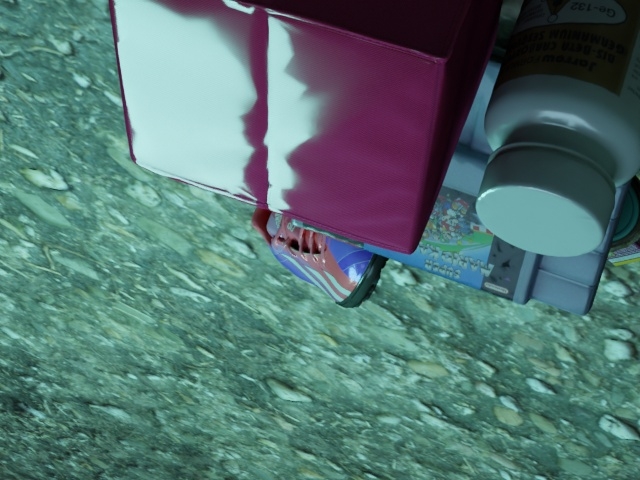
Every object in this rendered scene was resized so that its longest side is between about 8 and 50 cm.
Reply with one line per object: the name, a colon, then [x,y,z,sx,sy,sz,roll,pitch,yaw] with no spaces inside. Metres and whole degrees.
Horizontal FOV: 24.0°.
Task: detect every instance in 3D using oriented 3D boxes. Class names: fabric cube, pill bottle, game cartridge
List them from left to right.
fabric cube: [0.001,-0.187,1.157,0.259,0.254,0.258,18,152,9]
game cartridge: [0.106,-0.078,1.385,0.355,0.068,0.230,19,120,14]
pill bottle: [0.202,-0.110,1.197,0.131,0.229,0.131,17,155,8]

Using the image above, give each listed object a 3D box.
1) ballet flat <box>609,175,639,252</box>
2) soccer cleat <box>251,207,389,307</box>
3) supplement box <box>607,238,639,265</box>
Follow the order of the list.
ballet flat: [0.157,-0.060,1.492,0.348,0.123,0.123,12,153,18]
soccer cleat: [0.000,0.000,1.638,0.116,0.109,0.318,29,176,-11]
supplement box: [0.298,-0.015,1.530,0.083,0.043,0.055,34,152,-28]
